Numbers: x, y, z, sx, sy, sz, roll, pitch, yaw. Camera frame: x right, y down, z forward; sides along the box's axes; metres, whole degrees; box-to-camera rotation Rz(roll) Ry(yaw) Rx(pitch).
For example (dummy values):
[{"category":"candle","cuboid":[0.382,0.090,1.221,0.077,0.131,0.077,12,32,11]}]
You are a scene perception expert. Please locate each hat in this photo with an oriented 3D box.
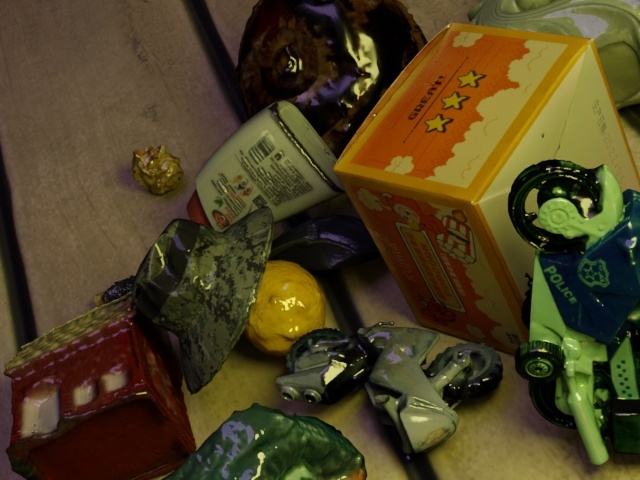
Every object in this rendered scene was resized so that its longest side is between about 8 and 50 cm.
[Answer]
[{"category":"hat","cuboid":[-0.161,0.048,1.713,0.265,0.128,0.265,-57,13,22]}]

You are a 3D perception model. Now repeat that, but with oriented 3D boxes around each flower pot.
[{"category":"flower pot","cuboid":[0.370,-0.270,1.809,0.367,0.165,0.254,-13,38,21]}]

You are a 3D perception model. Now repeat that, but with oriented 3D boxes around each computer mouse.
[{"category":"computer mouse","cuboid":[0.000,0.000,1.802,0.192,0.062,0.106,-1,15,34]}]

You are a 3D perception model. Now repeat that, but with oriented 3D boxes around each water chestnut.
[{"category":"water chestnut","cuboid":[0.029,-0.228,1.934,0.300,0.300,0.300,-17,42,16]}]

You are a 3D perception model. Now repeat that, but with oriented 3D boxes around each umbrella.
[{"category":"umbrella","cuboid":[-0.252,0.064,1.938,0.143,0.040,0.037,-19,50,15]}]

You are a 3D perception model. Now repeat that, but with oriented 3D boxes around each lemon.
[{"category":"lemon","cuboid":[-0.052,0.082,1.740,0.114,0.114,0.155,-32,29,-2]}]

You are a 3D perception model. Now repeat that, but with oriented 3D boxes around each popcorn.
[{"category":"popcorn","cuboid":[-0.248,-0.108,2.082,0.057,0.083,0.082,-55,20,-24]}]

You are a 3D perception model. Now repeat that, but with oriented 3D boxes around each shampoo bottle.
[{"category":"shampoo bottle","cuboid":[-0.103,-0.054,1.849,0.284,0.153,0.071,-37,-1,33]}]

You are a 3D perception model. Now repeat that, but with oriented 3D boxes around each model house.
[{"category":"model house","cuboid":[-0.281,0.184,1.742,0.196,0.160,0.254,-25,37,7]},{"category":"model house","cuboid":[-0.001,0.331,1.379,0.184,0.253,0.291,-43,57,5]}]

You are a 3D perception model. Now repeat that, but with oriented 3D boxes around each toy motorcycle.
[{"category":"toy motorcycle","cuboid":[0.292,0.064,1.385,0.196,0.331,0.125,-2,31,15]},{"category":"toy motorcycle","cuboid":[0.070,0.168,1.586,0.270,0.106,0.159,2,44,28]}]

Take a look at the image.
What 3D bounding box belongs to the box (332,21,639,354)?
[{"category":"box","cuboid":[0.202,-0.059,1.597,0.213,0.283,0.259,17,58,42]}]
